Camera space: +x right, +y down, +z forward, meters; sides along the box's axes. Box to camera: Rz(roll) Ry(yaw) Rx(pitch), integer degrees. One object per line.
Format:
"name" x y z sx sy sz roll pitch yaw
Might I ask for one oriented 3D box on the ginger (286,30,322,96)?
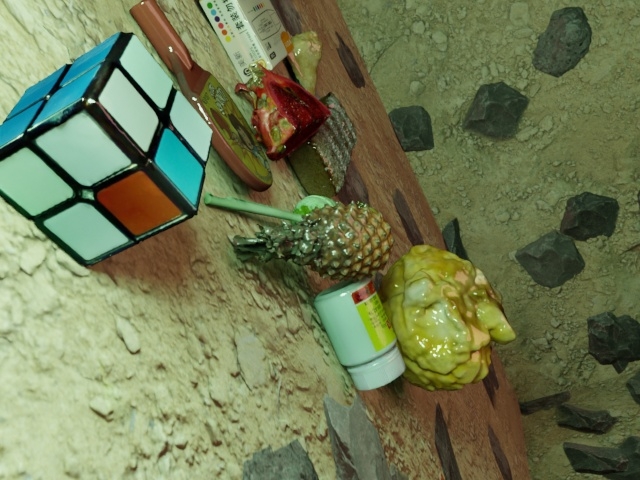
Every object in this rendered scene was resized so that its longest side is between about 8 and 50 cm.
"ginger" -0.033 -0.544 1.876 0.193 0.122 0.115 63 -1 -29

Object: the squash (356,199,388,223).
"squash" 0.174 -0.044 1.922 0.090 0.075 0.200 -24 90 -45

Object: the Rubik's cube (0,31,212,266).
"Rubik's cube" -0.253 -0.106 0.722 0.180 0.183 0.167 54 25 -37

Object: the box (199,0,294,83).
"box" -0.174 -0.532 1.519 0.221 0.091 0.274 60 22 -23

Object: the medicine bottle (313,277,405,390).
"medicine bottle" 0.087 0.199 1.336 0.226 0.139 0.139 66 20 -3

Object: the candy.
"candy" -0.085 -0.053 1.254 0.440 0.119 0.119 8 62 -60

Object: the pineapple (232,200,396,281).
"pineapple" 0.000 0.000 1.183 0.361 0.175 0.175 4 64 -54

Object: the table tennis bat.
"table tennis bat" -0.214 -0.266 1.165 0.415 0.051 0.268 55 12 -23

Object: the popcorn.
"popcorn" 0.299 0.210 1.629 0.344 0.354 0.390 35 -11 -22

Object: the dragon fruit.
"dragon fruit" -0.107 -0.296 1.388 0.211 0.134 0.262 53 26 0

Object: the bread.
"bread" 0.011 -0.267 1.687 0.165 0.113 0.417 57 23 -22
